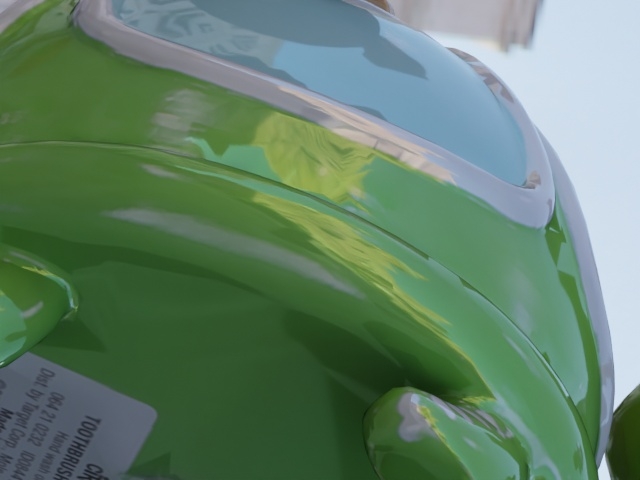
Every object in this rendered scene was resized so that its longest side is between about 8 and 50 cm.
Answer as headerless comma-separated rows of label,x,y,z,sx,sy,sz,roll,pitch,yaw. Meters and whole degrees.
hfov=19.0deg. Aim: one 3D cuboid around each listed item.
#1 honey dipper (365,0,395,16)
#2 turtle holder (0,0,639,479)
honey dipper,0.024,-0.142,1.167,0.161,0.030,0.030,-17,110,-82
turtle holder,0.000,0.027,0.618,0.227,0.320,0.243,-74,161,-45
